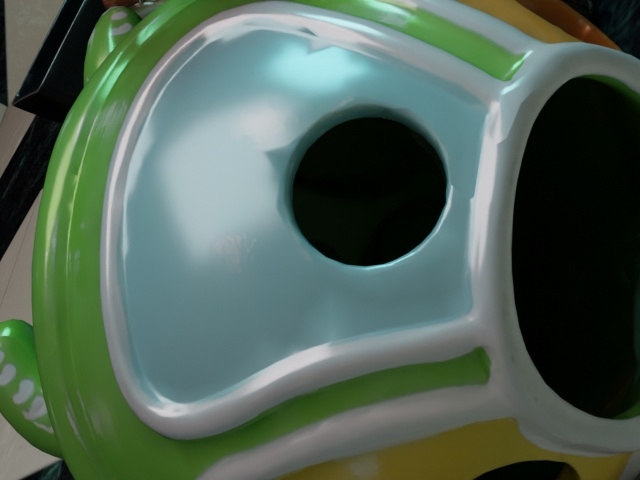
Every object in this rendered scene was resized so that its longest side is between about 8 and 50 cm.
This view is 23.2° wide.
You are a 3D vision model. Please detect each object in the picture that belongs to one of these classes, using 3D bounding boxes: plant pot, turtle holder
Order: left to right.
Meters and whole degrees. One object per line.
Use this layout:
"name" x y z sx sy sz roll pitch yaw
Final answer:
"plant pot" -0.199 -0.194 1.653 0.187 0.167 0.188 -65 17 -8
"turtle holder" 0.013 0.037 0.586 0.227 0.243 0.320 -6 47 50

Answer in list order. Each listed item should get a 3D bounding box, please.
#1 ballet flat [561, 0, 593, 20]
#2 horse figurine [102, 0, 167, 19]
"ballet flat" 0.104 -0.141 0.919 0.250 0.058 0.084 -143 60 -78
"horse figurine" -0.099 -0.207 1.348 0.174 0.263 0.066 -21 79 35
